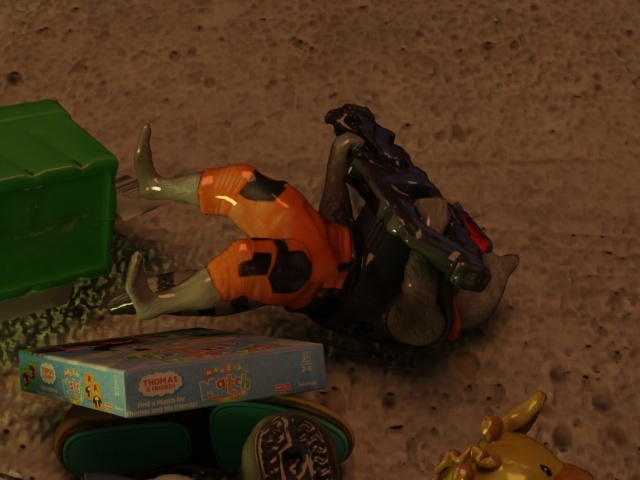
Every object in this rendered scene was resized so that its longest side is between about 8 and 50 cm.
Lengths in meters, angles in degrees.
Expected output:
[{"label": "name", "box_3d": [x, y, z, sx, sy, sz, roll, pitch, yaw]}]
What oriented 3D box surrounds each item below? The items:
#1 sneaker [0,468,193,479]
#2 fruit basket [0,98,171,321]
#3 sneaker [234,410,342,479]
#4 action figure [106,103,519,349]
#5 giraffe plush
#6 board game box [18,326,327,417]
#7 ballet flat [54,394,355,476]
[{"label": "sneaker", "box_3d": [-0.205, 0.217, 1.179, 0.236, 0.130, 0.322, -8, 22, -37]}, {"label": "fruit basket", "box_3d": [-0.356, -0.037, 1.413, 0.353, 0.166, 0.327, 11, 18, 38]}, {"label": "sneaker", "box_3d": [-0.017, 0.246, 1.155, 0.087, 0.130, 0.228, -7, 69, -13]}, {"label": "action figure", "box_3d": [0.000, 0.000, 1.371, 0.330, 0.179, 0.341, 12, 21, -12]}, {"label": "giraffe plush", "box_3d": [0.140, 0.199, 1.127, 0.210, 0.171, 0.181, 2, 42, 3]}, {"label": "board game box", "box_3d": [-0.116, 0.097, 1.238, 0.160, 0.039, 0.211, -6, 4, -30]}, {"label": "ballet flat", "box_3d": [-0.090, 0.140, 1.276, 0.232, 0.080, 0.073, 0, 26, -1]}]
